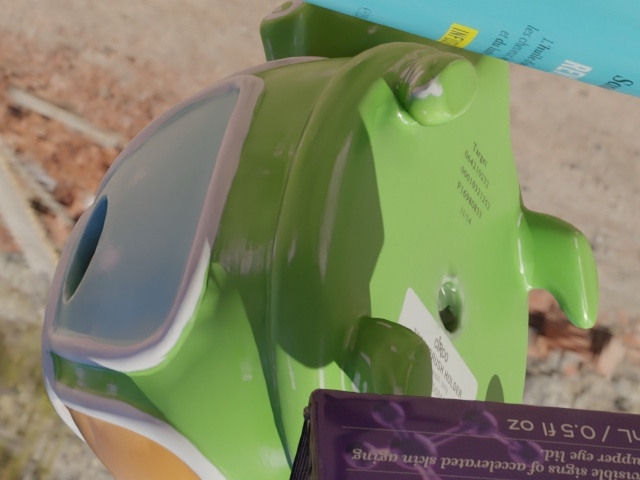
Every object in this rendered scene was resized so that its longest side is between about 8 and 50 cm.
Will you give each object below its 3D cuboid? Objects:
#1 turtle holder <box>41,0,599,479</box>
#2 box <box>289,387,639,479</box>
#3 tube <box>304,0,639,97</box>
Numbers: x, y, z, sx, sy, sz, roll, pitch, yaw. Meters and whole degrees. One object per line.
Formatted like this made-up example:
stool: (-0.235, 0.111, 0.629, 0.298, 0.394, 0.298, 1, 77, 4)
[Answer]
turtle holder: (-0.009, 0.004, 0.819, 0.227, 0.320, 0.243, -4, 173, 29)
box: (0.066, 0.160, 0.526, 0.153, 0.207, 0.108, 5, 130, -10)
tube: (0.096, -0.041, 0.326, 0.207, 0.052, 0.080, 18, -163, -7)
